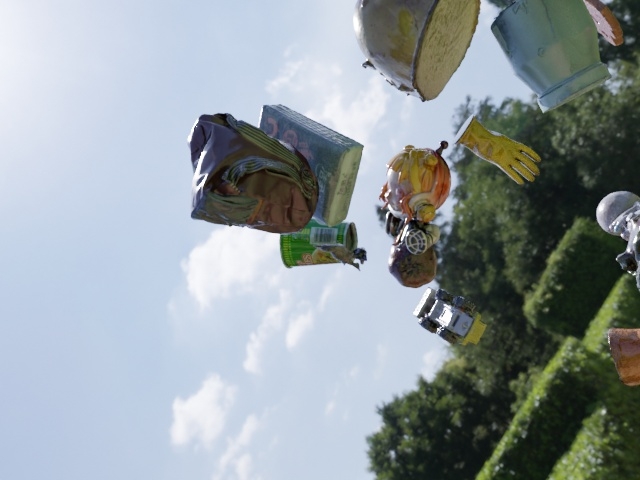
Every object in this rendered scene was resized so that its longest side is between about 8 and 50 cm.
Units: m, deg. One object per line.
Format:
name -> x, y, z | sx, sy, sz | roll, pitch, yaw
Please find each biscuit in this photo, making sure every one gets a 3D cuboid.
biscuit -> 0.962, -0.788, 2.191 | 0.043, 0.284, 0.306 | -44, 1, 19

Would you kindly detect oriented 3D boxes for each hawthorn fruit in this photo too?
hawthorn fruit -> 0.317, 0.073, 2.182 | 0.181, 0.181, 0.235 | -63, -6, 6

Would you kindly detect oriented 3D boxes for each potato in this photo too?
potato -> 0.273, -0.666, 1.978 | 0.442, 0.320, 0.385 | -13, -52, -58

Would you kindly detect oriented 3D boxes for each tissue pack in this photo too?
tissue pack -> -0.048, -0.206, 1.697 | 0.103, 0.316, 0.227 | -21, -46, -45

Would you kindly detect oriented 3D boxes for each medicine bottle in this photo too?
medicine bottle -> 0.636, -0.521, 1.723 | 0.245, 0.289, 0.245 | -26, -3, -2

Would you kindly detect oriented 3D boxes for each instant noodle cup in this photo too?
instant noodle cup -> 0.000, 0.000, 2.191 | 0.207, 0.233, 0.206 | 1, -90, -71

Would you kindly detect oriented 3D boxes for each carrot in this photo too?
carrot -> 0.889, 0.295, 1.644 | 0.159, 0.225, 0.159 | 21, -118, -48

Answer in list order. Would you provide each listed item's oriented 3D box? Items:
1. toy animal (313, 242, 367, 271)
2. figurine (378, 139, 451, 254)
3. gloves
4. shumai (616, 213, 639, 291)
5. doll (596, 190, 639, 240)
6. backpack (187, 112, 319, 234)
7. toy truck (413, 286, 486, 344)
toy animal -> 0.068, 0.043, 2.001 | 0.203, 0.070, 0.105 | 17, -39, -28
figurine -> 0.290, -0.140, 1.905 | 0.196, 0.320, 0.322 | -4, -69, -17
gloves -> 0.589, -0.286, 2.068 | 0.133, 0.294, 0.116 | -59, 1, -13
shumai -> 0.861, -0.017, 1.502 | 0.288, 0.292, 0.329 | -72, -24, -49
doll -> 0.953, -0.064, 1.919 | 0.287, 0.151, 0.150 | -89, 23, -76
backpack -> -0.143, -0.141, 1.463 | 0.317, 0.283, 0.197 | 13, -39, -28
toy truck -> 0.376, 0.224, 1.846 | 0.136, 0.111, 0.286 | -61, 18, 0
